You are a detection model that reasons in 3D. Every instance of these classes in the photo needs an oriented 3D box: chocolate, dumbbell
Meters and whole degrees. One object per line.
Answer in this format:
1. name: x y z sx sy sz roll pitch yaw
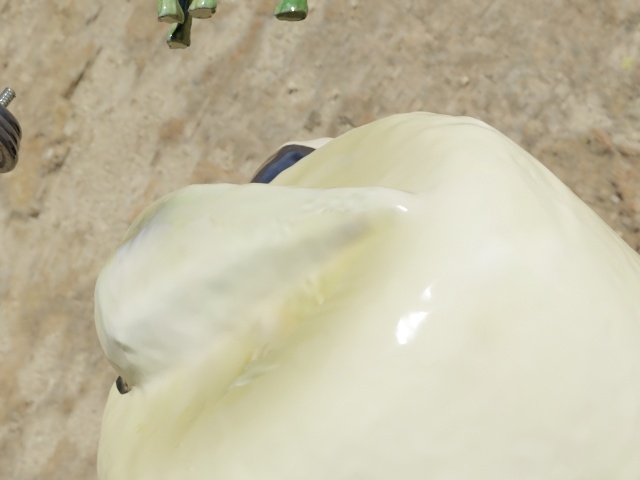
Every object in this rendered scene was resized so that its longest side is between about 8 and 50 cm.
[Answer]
1. chocolate: 0.050 0.078 0.624 0.326 0.297 0.314 -33 25 3
2. dumbbell: -0.361 -0.073 1.176 0.099 0.099 0.208 -5 45 45

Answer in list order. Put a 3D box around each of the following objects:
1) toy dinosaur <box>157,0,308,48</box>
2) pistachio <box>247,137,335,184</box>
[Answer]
1. toy dinosaur: -0.092 -0.331 1.066 0.447 0.087 0.301 -6 76 36
2. pistachio: 0.000 0.000 1.326 0.208 0.332 0.226 -12 75 -8
